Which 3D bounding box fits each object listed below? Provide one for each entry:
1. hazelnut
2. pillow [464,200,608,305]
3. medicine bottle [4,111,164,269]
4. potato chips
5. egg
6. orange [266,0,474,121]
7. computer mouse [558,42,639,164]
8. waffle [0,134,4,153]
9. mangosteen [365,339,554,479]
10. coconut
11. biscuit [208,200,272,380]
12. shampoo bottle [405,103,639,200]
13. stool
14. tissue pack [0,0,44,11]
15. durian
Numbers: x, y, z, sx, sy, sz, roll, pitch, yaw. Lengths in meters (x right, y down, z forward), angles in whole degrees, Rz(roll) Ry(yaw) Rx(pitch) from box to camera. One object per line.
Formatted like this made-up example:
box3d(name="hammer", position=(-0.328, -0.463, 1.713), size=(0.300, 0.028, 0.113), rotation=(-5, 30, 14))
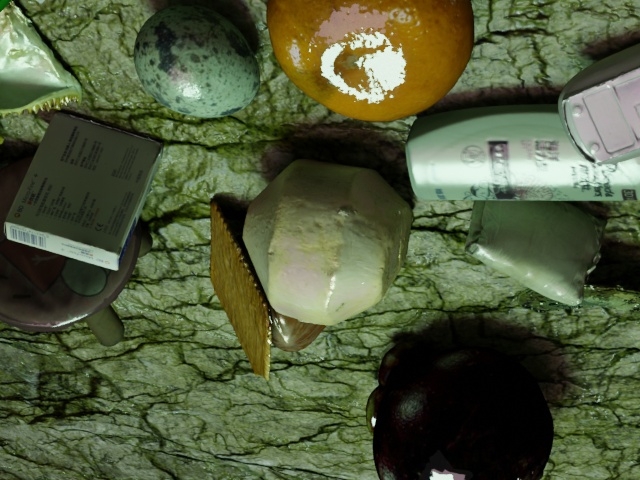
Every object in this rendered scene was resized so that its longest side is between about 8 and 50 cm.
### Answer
box3d(name="hazelnut", position=(-0.051, 0.090, 2.004), size=(0.150, 0.150, 0.150), rotation=(11, 144, 8))
box3d(name="pillow", position=(0.278, -0.004, 1.758), size=(0.181, 0.134, 0.078), rotation=(26, 148, -8))
box3d(name="medicine bottle", position=(-0.327, -0.073, 1.852), size=(0.171, 0.201, 0.052), rotation=(15, 149, 1))
box3d(name="potato chips", position=(0.387, 0.086, 1.874), size=(0.220, 0.029, 0.202), rotation=(1, 165, 5))
box3d(name="egg", position=(-0.149, -0.217, 1.645), size=(0.172, 0.132, 0.132), rotation=(27, 145, -32))
box3d(name="orange", position=(0.057, -0.247, 1.487), size=(0.240, 0.171, 0.240), rotation=(2, 135, 2))
box3d(name="computer mouse", position=(0.393, -0.167, 1.517), size=(0.245, 0.056, 0.126), rotation=(-21, 105, 29))
box3d(name="waffle", position=(-0.600, -0.130, 2.010), size=(0.307, 0.060, 0.312), rotation=(5, 143, 20))
box3d(name="mangosteen", position=(0.210, 0.286, 2.066), size=(0.297, 0.313, 0.297), rotation=(-20, 155, -10))
box3d(name="coconut", position=(0.000, 0.000, 1.808), size=(0.237, 0.237, 0.197), rotation=(5, 178, 16))
box3d(name="biscuit", position=(-0.120, 0.085, 1.991), size=(0.013, 0.232, 0.237), rotation=(-19, 148, -16))
box3d(name="shampoo bottle", position=(0.287, -0.110, 1.654), size=(0.359, 0.078, 0.134), rotation=(1, 131, 22))
box3d(name="stool", position=(-0.383, 0.023, 1.977), size=(0.272, 0.272, 0.178), rotation=(10, 160, 10))
box3d(name="tissue pack", position=(-0.330, -0.357, 1.520), size=(0.156, 0.148, 0.209), rotation=(35, 140, -23))
box3d(name="durian", position=(-0.430, -0.246, 1.775), size=(0.139, 0.144, 0.252), rotation=(-31, 125, 0))
